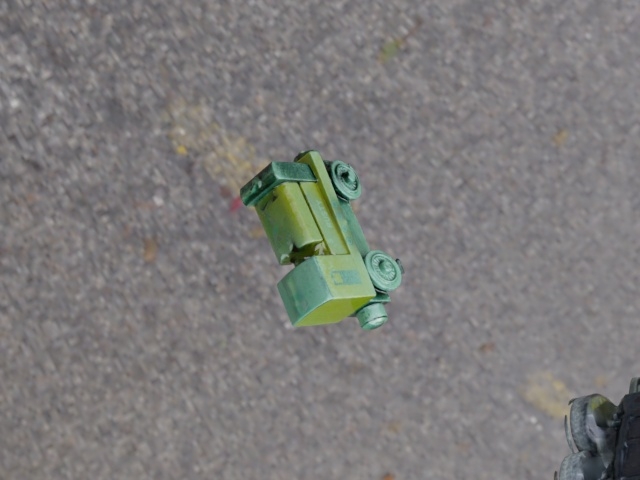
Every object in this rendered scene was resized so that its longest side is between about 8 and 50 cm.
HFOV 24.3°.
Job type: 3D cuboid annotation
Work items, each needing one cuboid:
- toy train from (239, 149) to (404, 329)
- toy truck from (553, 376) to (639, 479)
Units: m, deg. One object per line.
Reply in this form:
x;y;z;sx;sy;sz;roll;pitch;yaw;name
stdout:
0.000;0.000;0.901;0.081;0.122;0.050;-4;153;-47;toy train
0.234;0.214;0.963;0.124;0.272;0.157;-20;124;35;toy truck
